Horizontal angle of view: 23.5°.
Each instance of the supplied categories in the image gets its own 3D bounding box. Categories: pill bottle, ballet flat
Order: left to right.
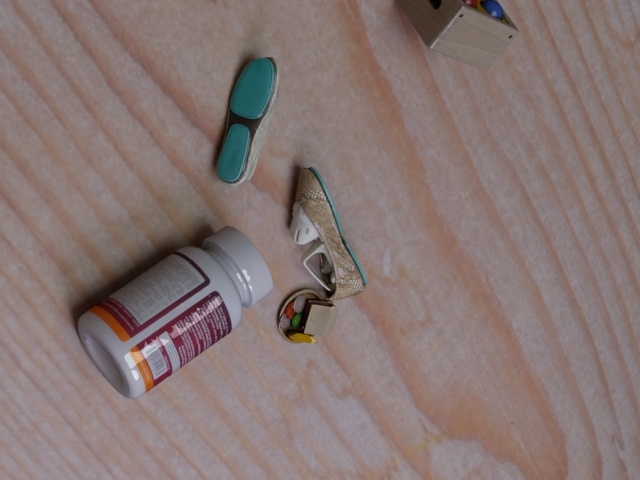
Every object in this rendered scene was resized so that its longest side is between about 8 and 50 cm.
[{"bbox_3d":[-0.172,0.083,1.850,0.221,0.121,0.121,-35,126,-23],"label":"pill bottle"},{"bbox_3d":[-0.086,-0.147,1.883,0.052,0.057,0.168,-4,116,-67],"label":"ballet flat"},{"bbox_3d":[0.000,0.000,1.992,0.067,0.073,0.206,-30,121,-9],"label":"ballet flat"}]

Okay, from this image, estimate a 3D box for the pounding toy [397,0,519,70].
[{"bbox_3d":[0.170,-0.313,1.967,0.130,0.141,0.100,15,126,-41],"label":"pounding toy"}]

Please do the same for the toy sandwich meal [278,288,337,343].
[{"bbox_3d":[-0.017,0.104,2.042,0.085,0.029,0.085,-15,116,-34],"label":"toy sandwich meal"}]
